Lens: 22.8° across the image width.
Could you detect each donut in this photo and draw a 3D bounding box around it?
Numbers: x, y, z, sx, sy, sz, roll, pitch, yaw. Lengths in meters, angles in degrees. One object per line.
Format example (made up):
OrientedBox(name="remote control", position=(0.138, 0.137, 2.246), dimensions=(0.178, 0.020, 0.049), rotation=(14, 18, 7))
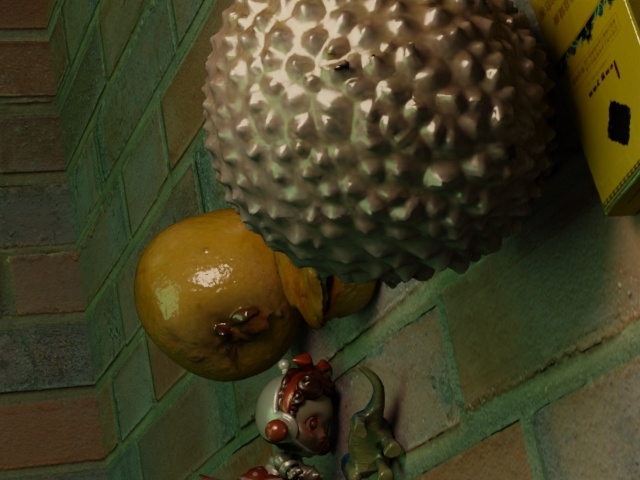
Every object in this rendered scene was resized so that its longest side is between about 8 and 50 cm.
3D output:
OrientedBox(name="donut", position=(0.000, -0.003, 2.224), dimensions=(0.253, 0.118, 0.253), rotation=(179, 90, -67))

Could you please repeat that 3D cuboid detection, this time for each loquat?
OrientedBox(name="loquat", position=(-0.145, 0.083, 2.418), dimensions=(0.275, 0.275, 0.274), rotation=(176, 90, -69))

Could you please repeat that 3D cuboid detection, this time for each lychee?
OrientedBox(name="lychee", position=(0.067, -0.138, 1.696), dimensions=(0.432, 0.380, 0.380), rotation=(18, 112, 45))

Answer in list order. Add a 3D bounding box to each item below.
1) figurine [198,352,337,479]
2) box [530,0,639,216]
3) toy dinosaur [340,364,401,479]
OrientedBox(name="figurine", position=(-0.038, 0.277, 2.331), dimensions=(0.160, 0.183, 0.226), rotation=(8, 76, 48))
OrientedBox(name="box", position=(0.282, -0.180, 1.555), dimensions=(0.153, 0.041, 0.279), rotation=(120, 141, -55))
OrientedBox(name="toy dinosaur", position=(0.056, 0.259, 2.200), dimensions=(0.188, 0.075, 0.247), rotation=(-119, 25, -68))
